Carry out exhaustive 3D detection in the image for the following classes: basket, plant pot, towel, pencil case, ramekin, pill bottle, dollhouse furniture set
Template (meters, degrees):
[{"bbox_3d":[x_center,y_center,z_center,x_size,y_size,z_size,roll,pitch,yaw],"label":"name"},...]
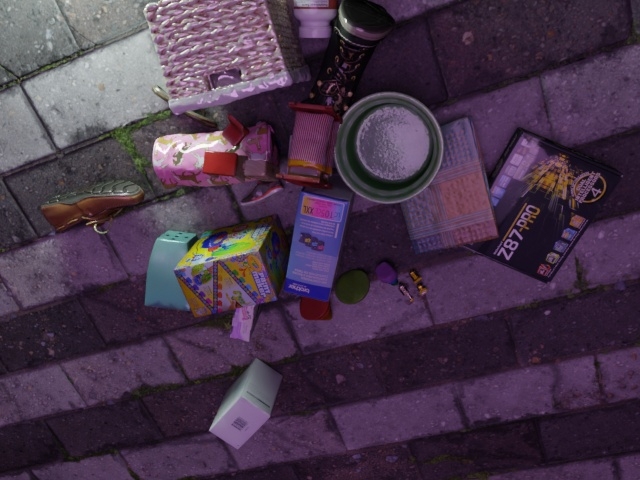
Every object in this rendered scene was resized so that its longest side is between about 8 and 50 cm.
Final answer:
[{"bbox_3d":[-0.228,-0.510,1.370,0.329,0.331,0.266,-11,107,12],"label":"basket"},{"bbox_3d":[-0.494,0.094,1.776,0.166,0.165,0.234,6,108,4],"label":"plant pot"},{"bbox_3d":[0.362,-0.156,1.555,0.272,0.040,0.369,-13,102,24],"label":"towel"},{"bbox_3d":[-0.318,-0.258,1.585,0.387,0.167,0.160,-6,133,9],"label":"pencil case"},{"bbox_3d":[0.199,-0.267,1.467,0.304,0.148,0.303,5,108,15],"label":"ramekin"},{"bbox_3d":[-0.014,-0.657,1.380,0.121,0.121,0.216,3,116,6],"label":"pill bottle"},{"bbox_3d":[-0.141,-0.257,1.385,0.375,0.152,0.201,8,91,16],"label":"dollhouse furniture set"}]

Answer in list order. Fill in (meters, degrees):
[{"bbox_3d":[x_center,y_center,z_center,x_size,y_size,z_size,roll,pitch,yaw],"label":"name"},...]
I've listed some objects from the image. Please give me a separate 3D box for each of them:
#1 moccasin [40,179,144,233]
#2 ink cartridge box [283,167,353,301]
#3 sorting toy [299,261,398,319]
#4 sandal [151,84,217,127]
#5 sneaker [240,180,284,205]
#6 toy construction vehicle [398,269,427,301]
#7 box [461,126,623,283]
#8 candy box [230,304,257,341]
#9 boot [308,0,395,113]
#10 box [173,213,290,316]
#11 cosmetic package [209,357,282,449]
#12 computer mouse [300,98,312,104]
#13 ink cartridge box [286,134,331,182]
[{"bbox_3d":[-0.749,-0.103,1.722,0.380,0.139,0.146,-14,113,14],"label":"moccasin"},{"bbox_3d":[0.000,0.000,1.601,0.151,0.270,0.395,12,116,5],"label":"ink cartridge box"},{"bbox_3d":[0.111,0.194,1.791,0.366,0.127,0.126,-27,138,15],"label":"sorting toy"},{"bbox_3d":[-0.407,-0.415,1.576,0.219,0.090,0.060,34,93,-1],"label":"sandal"},{"bbox_3d":[-0.194,-0.160,1.681,0.158,0.061,0.064,-23,83,16],"label":"sneaker"},{"bbox_3d":[0.313,0.154,1.769,0.086,0.035,0.098,-39,108,10],"label":"toy construction vehicle"},{"bbox_3d":[0.646,-0.100,1.569,0.318,0.097,0.394,24,116,0],"label":"box"},{"bbox_3d":[-0.243,0.221,1.777,0.070,0.196,0.164,13,115,1],"label":"candy box"},{"bbox_3d":[0.067,-0.462,1.331,0.138,0.377,0.284,18,121,-10],"label":"boot"},{"bbox_3d":[-0.264,0.075,1.660,0.279,0.290,0.176,-13,112,12],"label":"box"},{"bbox_3d":[-0.276,0.608,1.947,0.138,0.224,0.224,37,114,-7],"label":"cosmetic package"},{"bbox_3d":[0.047,-0.355,1.557,0.242,0.041,0.071,23,115,-4],"label":"computer mouse"},{"bbox_3d":[-0.024,-0.245,1.542,0.146,0.179,0.045,-6,152,17],"label":"ink cartridge box"}]
